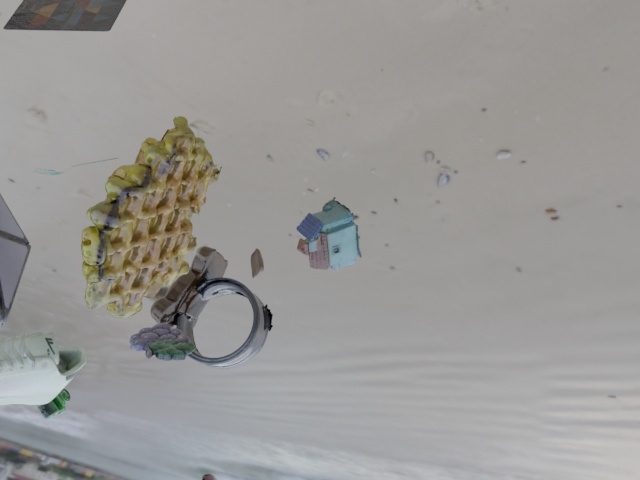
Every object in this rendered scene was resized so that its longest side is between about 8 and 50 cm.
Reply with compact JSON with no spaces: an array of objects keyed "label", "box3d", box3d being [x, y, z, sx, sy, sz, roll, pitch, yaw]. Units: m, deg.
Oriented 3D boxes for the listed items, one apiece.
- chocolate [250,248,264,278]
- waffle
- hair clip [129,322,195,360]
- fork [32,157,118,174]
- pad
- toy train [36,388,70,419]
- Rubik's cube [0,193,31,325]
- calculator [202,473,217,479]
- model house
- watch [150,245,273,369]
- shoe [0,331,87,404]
[{"label":"chocolate","box3d":[-0.218,0.082,1.968,0.031,0.100,0.064,16,131,-32]},{"label":"waffle","box3d":[-0.244,-0.026,0.835,0.058,0.281,0.301,27,131,13]},{"label":"hair clip","box3d":[-0.341,0.224,1.199,0.124,0.052,0.195,-8,-168,-34]},{"label":"fork","box3d":[-0.645,-0.197,1.514,0.039,0.021,0.235,-11,-175,45]},{"label":"pad","box3d":[-0.472,-0.437,1.062,0.211,0.143,0.003,3,145,8]},{"label":"toy train","box3d":[-0.828,0.407,1.638,0.251,0.085,0.119,57,-177,-6]},{"label":"Rubik's cube","box3d":[-0.679,0.014,0.952,0.259,0.260,0.255,-11,128,-4]},{"label":"calculator","box3d":[-0.157,0.545,0.980,0.043,0.294,0.194,-21,124,-6]},{"label":"model house","box3d":[0.000,0.000,1.294,0.119,0.149,0.148,38,140,49]},{"label":"watch","box3d":[-0.325,0.236,1.842,0.327,0.335,0.314,28,166,13]},{"label":"shoe","box3d":[-0.655,0.261,1.213,0.132,0.160,0.363,51,-179,26]}]
